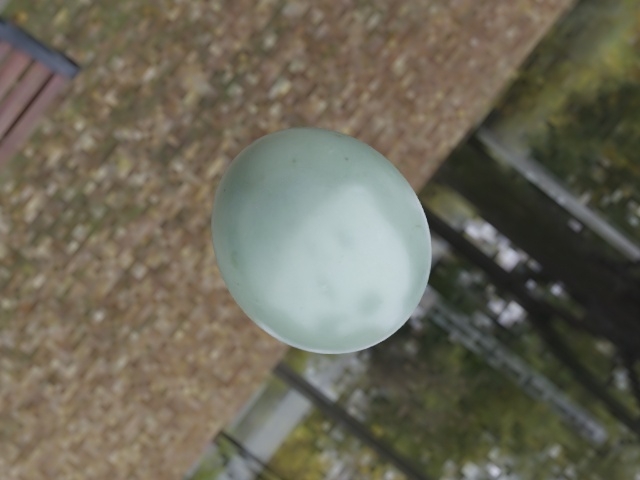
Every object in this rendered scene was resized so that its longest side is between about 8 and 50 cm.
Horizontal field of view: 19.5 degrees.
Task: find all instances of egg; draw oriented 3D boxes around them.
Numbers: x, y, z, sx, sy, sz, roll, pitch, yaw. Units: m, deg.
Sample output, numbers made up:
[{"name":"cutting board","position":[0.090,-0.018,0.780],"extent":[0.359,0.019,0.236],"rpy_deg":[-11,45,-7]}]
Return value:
[{"name":"egg","position":[0.000,0.000,1.322],"extent":[0.149,0.149,0.192],"rpy_deg":[-53,142,-8]}]
